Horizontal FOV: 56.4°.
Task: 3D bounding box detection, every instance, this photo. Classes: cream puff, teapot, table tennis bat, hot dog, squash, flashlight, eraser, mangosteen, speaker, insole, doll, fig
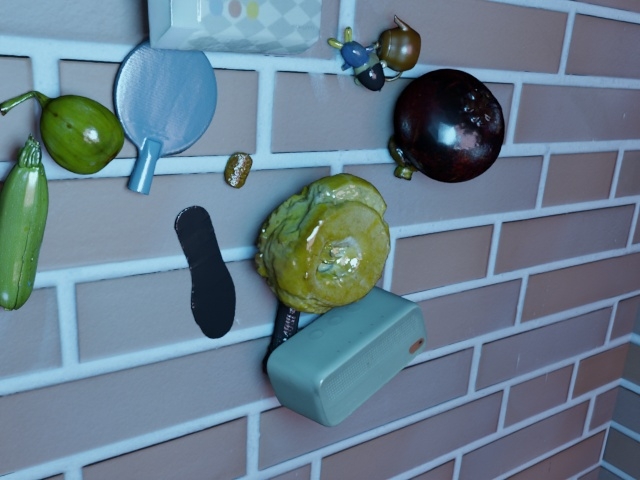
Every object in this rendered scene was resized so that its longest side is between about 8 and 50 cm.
[{"bbox_3d":[0.000,0.000,1.422,0.327,0.231,0.343,-3,108,-34],"label":"cream puff"},{"bbox_3d":[0.183,-0.472,1.479,0.116,0.116,0.173,-17,142,-30],"label":"teapot"},{"bbox_3d":[-0.326,-0.255,1.223,0.215,0.044,0.329,16,94,-39],"label":"table tennis bat"},{"bbox_3d":[-0.186,-0.160,1.358,0.058,0.035,0.083,20,94,-39],"label":"hot dog"},{"bbox_3d":[-0.552,-0.033,1.103,0.094,0.094,0.341,4,107,-36],"label":"squash"},{"bbox_3d":[-0.088,0.236,1.537,0.093,0.093,0.232,8,98,-37],"label":"flashlight"},{"bbox_3d":[-0.153,-0.480,1.180,0.396,0.082,0.213,-16,116,-47],"label":"eraser"},{"bbox_3d":[0.325,-0.287,1.546,0.297,0.293,0.297,1,77,-5],"label":"mangosteen"},{"bbox_3d":[0.081,0.286,1.521,0.406,0.184,0.183,-32,118,-32],"label":"speaker"},{"bbox_3d":[-0.267,0.081,1.402,0.119,0.009,0.349,-25,119,-28],"label":"insole"},{"bbox_3d":[0.099,-0.432,1.441,0.102,0.089,0.179,-28,118,23],"label":"doll"},{"bbox_3d":[-0.457,-0.210,1.106,0.148,0.186,0.142,-40,172,8],"label":"fig"}]
